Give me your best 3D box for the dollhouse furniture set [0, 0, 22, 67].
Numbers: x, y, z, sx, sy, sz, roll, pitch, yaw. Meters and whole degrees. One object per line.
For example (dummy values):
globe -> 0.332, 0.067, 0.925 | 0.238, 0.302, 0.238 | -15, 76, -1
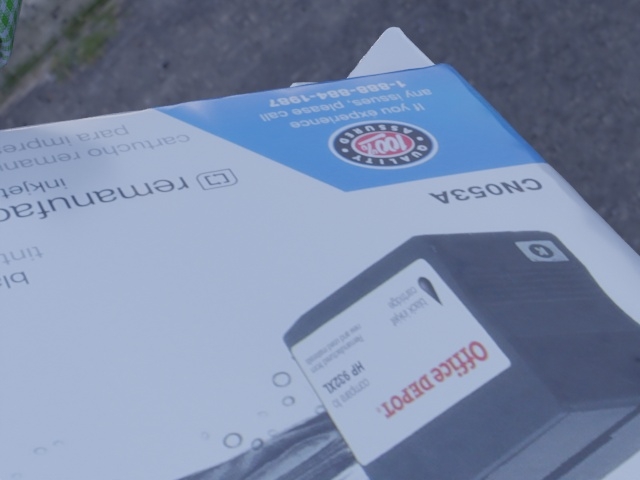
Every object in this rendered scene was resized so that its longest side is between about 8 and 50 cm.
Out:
dollhouse furniture set -> -0.176, -0.109, 0.596 | 0.301, 0.151, 0.198 | -9, 67, 33

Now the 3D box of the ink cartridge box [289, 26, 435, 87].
ink cartridge box -> 0.000, 0.000, 1.292 | 0.353, 0.207, 0.119 | -49, -12, 20

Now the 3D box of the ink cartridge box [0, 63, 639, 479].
ink cartridge box -> 0.005, 0.090, 0.389 | 0.223, 0.129, 0.307 | -10, 39, -23
